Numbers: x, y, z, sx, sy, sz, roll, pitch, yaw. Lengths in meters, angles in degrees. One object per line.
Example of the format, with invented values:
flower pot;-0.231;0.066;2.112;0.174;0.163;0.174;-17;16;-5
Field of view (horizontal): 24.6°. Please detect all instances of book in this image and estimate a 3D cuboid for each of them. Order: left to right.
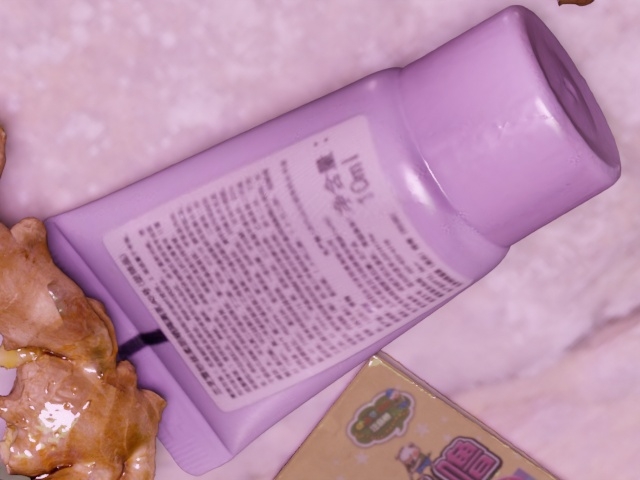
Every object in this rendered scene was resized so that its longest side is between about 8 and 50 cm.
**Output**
book;0.055;0.173;0.761;0.192;0.013;0.168;35;104;-8

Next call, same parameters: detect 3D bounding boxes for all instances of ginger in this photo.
ginger;-0.145;0.050;0.685;0.176;0.052;0.193;24;81;-30

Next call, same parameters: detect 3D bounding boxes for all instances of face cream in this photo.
face cream;0.000;0.000;0.681;0.274;0.096;0.154;-30;107;22

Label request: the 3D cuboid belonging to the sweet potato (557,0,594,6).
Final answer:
sweet potato;0.234;-0.163;0.624;0.286;0.085;0.112;-17;110;6
